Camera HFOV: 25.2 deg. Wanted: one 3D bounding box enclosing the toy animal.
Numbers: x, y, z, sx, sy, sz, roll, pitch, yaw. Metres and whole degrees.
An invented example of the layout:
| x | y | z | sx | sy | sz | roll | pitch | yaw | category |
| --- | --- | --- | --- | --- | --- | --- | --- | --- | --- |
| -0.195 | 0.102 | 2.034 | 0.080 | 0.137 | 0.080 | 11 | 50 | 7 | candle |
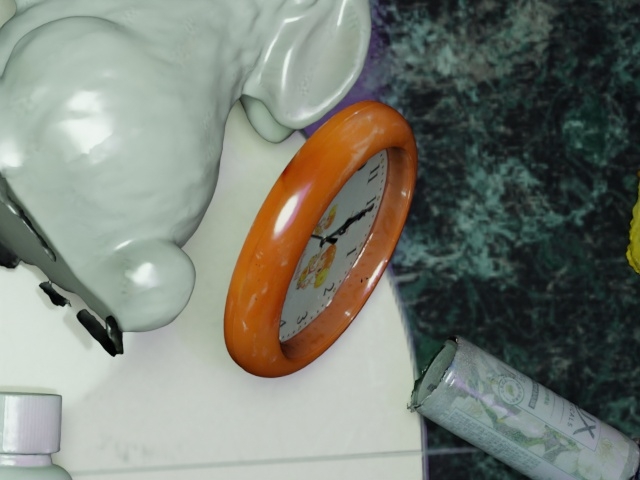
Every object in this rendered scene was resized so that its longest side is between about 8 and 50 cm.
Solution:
| x | y | z | sx | sy | sz | roll | pitch | yaw | category |
| --- | --- | --- | --- | --- | --- | --- | --- | --- | --- |
| -0.094 | -0.121 | 0.968 | 0.357 | 0.194 | 0.258 | -42 | 90 | -19 | toy animal |

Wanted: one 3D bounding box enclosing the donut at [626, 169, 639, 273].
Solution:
| x | y | z | sx | sy | sz | roll | pitch | yaw | category |
| --- | --- | --- | --- | --- | --- | --- | --- | --- | --- |
| 0.360 | 0.027 | 1.069 | 0.259 | 0.152 | 0.101 | 28 | 88 | -7 | donut |

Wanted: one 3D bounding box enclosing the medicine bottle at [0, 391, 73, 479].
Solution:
| x | y | z | sx | sy | sz | roll | pitch | yaw | category |
| --- | --- | --- | --- | --- | --- | --- | --- | --- | --- |
| -0.213 | 0.231 | 0.956 | 0.095 | 0.095 | 0.260 | 5 | 86 | -12 | medicine bottle |

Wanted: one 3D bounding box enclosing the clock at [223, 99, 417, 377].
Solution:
| x | y | z | sx | sy | sz | roll | pitch | yaw | category |
| --- | --- | --- | --- | --- | --- | --- | --- | --- | --- |
| 0.000 | 0.000 | 0.973 | 0.051 | 0.205 | 0.205 | 29 | 79 | 20 | clock |

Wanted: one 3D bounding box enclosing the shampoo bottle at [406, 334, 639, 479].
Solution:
| x | y | z | sx | sy | sz | roll | pitch | yaw | category |
| --- | --- | --- | --- | --- | --- | --- | --- | --- | --- |
| 0.172 | 0.148 | 1.062 | 0.214 | 0.072 | 0.072 | 31 | 80 | -9 | shampoo bottle |
